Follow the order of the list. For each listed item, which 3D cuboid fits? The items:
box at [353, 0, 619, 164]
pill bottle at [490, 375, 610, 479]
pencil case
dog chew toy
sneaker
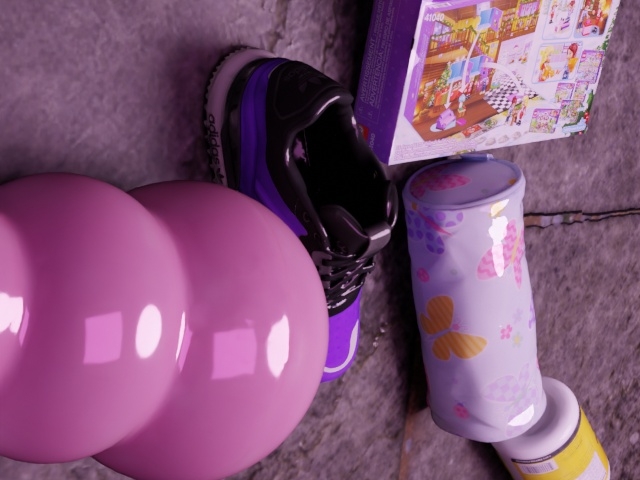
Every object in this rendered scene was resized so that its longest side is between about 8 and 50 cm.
[{"bbox_3d":[0.162,-0.185,0.999,0.293,0.057,0.200,-12,122,-42],"label":"box"},{"bbox_3d":[0.258,0.239,1.210,0.103,0.103,0.184,-51,132,-20],"label":"pill bottle"},{"bbox_3d":[0.150,0.057,1.045,0.124,0.113,0.273,-37,126,-41],"label":"pencil case"},{"bbox_3d":[-0.151,0.050,0.686,0.332,0.207,0.206,12,94,-46],"label":"dog chew toy"},{"bbox_3d":[-0.001,0.000,0.858,0.102,0.146,0.293,-31,122,-33],"label":"sneaker"}]
